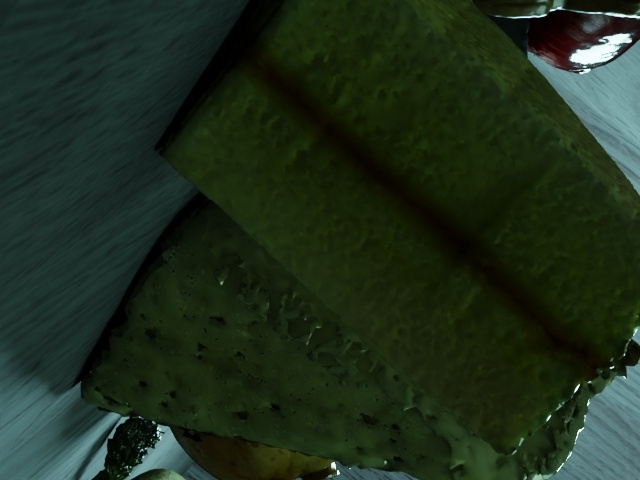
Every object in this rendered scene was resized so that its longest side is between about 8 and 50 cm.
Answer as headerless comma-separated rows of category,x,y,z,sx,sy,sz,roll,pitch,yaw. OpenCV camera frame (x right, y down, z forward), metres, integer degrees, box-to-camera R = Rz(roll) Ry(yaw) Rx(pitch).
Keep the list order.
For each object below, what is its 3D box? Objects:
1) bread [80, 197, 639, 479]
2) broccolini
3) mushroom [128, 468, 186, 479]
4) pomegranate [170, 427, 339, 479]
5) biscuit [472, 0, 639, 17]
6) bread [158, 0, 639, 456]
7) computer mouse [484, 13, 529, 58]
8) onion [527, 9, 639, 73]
bread,0.018,0.082,1.195,0.279,0.315,0.248,-42,-177,42
broccolini,-0.241,0.269,1.709,0.051,0.054,0.239,2,139,-40
mushroom,-0.284,0.424,2.170,0.218,0.211,0.292,3,158,-29
pomegranate,-0.052,0.157,1.587,0.215,0.215,0.215,-52,176,-5
biscuit,0.207,-0.239,1.303,0.290,0.208,0.041,-33,132,-49
bread,0.067,-0.037,0.876,0.167,0.264,0.163,-48,177,23
computer mouse,0.134,-0.166,1.350,0.270,0.086,0.137,-41,128,-59
onion,0.379,-0.344,2.003,0.314,0.232,0.314,-53,178,-2
